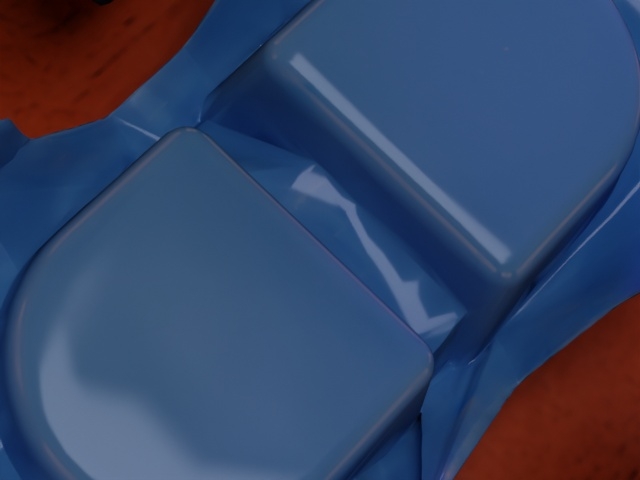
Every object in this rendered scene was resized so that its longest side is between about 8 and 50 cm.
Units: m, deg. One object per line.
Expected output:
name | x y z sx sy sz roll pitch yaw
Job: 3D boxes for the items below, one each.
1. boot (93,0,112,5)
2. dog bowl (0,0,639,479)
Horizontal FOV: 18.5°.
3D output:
boot | -0.176 -0.309 0.593 0.445 0.146 0.367 30 53 -9
dog bowl | 0.000 0.000 0.578 0.166 0.074 0.297 44 65 3
